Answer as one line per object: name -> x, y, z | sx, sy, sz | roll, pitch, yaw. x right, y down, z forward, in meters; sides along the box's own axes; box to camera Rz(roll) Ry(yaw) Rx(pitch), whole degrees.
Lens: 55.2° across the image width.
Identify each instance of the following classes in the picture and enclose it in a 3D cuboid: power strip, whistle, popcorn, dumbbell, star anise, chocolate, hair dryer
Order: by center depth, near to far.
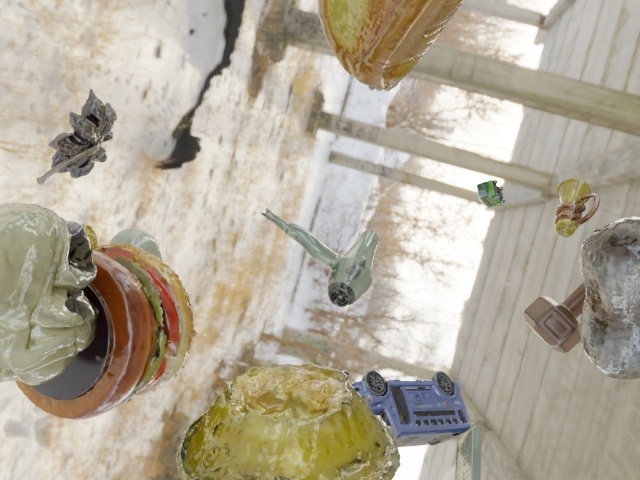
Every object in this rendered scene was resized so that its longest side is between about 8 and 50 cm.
chocolate -> 0.372, 0.077, 0.750 | 0.110, 0.110, 0.248 | -71, 148, -52
whistle -> 0.345, -0.040, 0.820 | 0.109, 0.057, 0.046 | -59, 136, -50
dumbbell -> 0.423, 0.070, 0.941 | 0.231, 0.092, 0.082 | -45, 168, 6
power strip -> 0.292, 0.454, 1.204 | 0.060, 0.027, 0.252 | -59, -175, 35
hair dryer -> 0.028, -0.002, 1.310 | 0.229, 0.267, 0.092 | -30, 167, -51
star anise -> -0.556, -0.224, 1.434 | 0.262, 0.081, 0.230 | -59, 179, -21
popcorn -> -0.581, 0.002, 1.495 | 0.057, 0.082, 0.083 | -19, 148, -57

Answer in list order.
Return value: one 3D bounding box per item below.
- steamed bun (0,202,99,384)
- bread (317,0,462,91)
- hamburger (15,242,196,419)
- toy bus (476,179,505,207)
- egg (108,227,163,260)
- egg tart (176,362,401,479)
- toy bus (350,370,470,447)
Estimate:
steamed bun -> -0.446, 0.078, 0.944 | 0.275, 0.206, 0.320 | 65, -25, 20
bread -> 0.087, -0.283, 0.627 | 0.119, 0.152, 0.288 | -36, 177, -18
hamburger -> -0.420, 0.168, 1.204 | 0.250, 0.330, 0.329 | 5, 101, -70
toy bus -> 0.288, -0.079, 1.038 | 0.083, 0.037, 0.031 | 21, 62, -61
egg -> -0.511, 0.068, 1.699 | 0.151, 0.151, 0.209 | -41, 120, -85
egg tart -> -0.039, 0.247, 0.818 | 0.315, 0.315, 0.120 | -62, 154, -76
toy bus -> 0.160, 0.347, 1.230 | 0.125, 0.292, 0.133 | -46, -132, 37
